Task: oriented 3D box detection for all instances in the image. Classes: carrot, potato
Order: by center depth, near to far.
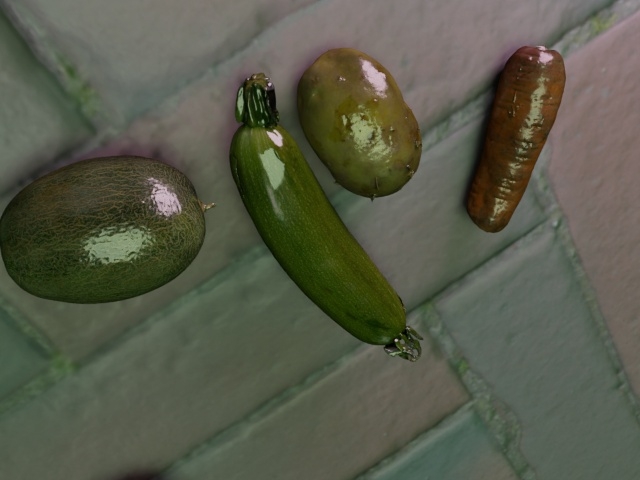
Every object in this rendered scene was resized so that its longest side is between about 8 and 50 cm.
[{"bbox_3d":[0.035,-0.096,0.577,0.092,0.070,0.138,-32,118,7],"label":"potato"},{"bbox_3d":[0.185,-0.092,0.638,0.060,0.060,0.186,3,112,-20],"label":"carrot"}]

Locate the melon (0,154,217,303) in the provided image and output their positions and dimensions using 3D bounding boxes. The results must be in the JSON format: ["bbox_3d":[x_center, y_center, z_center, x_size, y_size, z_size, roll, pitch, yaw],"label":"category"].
[{"bbox_3d":[-0.164,-0.008,0.528,0.168,0.114,0.114,-15,117,-11],"label":"melon"}]

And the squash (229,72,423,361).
[{"bbox_3d":[-0.003,0.001,0.607,0.080,0.071,0.318,-29,117,7],"label":"squash"}]
